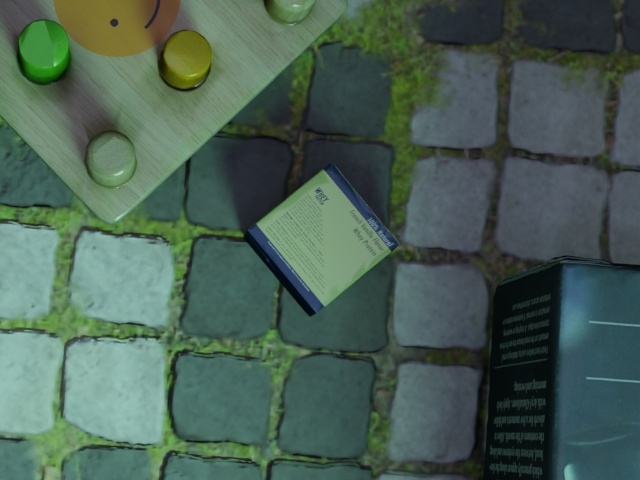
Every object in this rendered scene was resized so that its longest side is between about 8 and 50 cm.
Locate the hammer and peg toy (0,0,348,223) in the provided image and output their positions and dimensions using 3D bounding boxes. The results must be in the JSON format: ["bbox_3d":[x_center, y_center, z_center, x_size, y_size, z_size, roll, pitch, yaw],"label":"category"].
[{"bbox_3d":[-0.183,-0.227,1.354,0.266,0.127,0.361,-43,90,-8],"label":"hammer and peg toy"}]

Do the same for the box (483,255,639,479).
[{"bbox_3d":[0.272,0.223,1.266,0.294,0.212,0.395,4,84,-6],"label":"box"}]

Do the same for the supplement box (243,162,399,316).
[{"bbox_3d":[0.000,0.000,1.389,0.083,0.056,0.083,-40,90,-8],"label":"supplement box"}]
